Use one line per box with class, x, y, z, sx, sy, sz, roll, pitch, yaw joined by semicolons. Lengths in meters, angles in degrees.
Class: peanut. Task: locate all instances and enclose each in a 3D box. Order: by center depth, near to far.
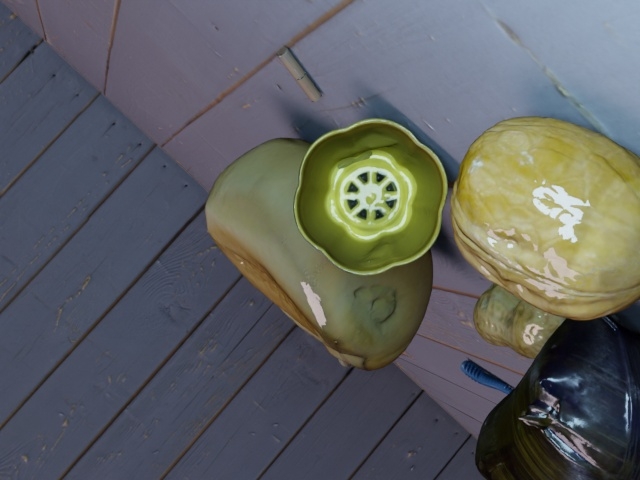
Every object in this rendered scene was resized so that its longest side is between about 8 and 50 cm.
peanut;0.289;0.110;1.297;0.103;0.098;0.229;42;170;-16

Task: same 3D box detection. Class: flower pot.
flower pot;0.064;-0.056;1.207;0.195;0.195;0.179;41;-177;0

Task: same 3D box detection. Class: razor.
razor;0.421;0.349;2.154;0.082;0.042;0.253;-2;-159;-32

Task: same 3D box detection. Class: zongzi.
zongzi;0.434;0.306;1.194;0.432;0.207;0.403;27;152;7

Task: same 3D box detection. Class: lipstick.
lipstick;-0.029;-0.229;1.264;0.019;0.019;0.094;33;168;47

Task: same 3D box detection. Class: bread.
bread;0.000;0.000;1.506;0.376;0.253;0.348;33;166;42

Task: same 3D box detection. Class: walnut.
walnut;0.207;-0.020;0.793;0.197;0.165;0.165;25;164;36
